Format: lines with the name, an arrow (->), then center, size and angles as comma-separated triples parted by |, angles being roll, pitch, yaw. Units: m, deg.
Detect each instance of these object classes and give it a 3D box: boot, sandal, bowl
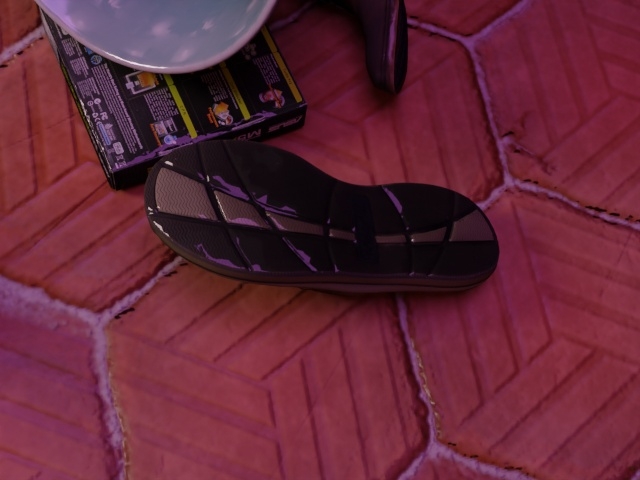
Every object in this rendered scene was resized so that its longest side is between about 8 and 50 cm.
boot -> 0.026, -0.226, 0.962 | 0.106, 0.082, 0.219 | -5, 64, 9
sandal -> 0.001, 0.002, 0.855 | 0.302, 0.086, 0.120 | 11, 60, -17
bowl -> -0.115, -0.308, 0.833 | 0.311, 0.312, 0.163 | 36, 41, 9

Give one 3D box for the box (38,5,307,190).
box -> -0.132, -0.159, 0.924 | 0.184, 0.045, 0.191 | -21, 70, -17
